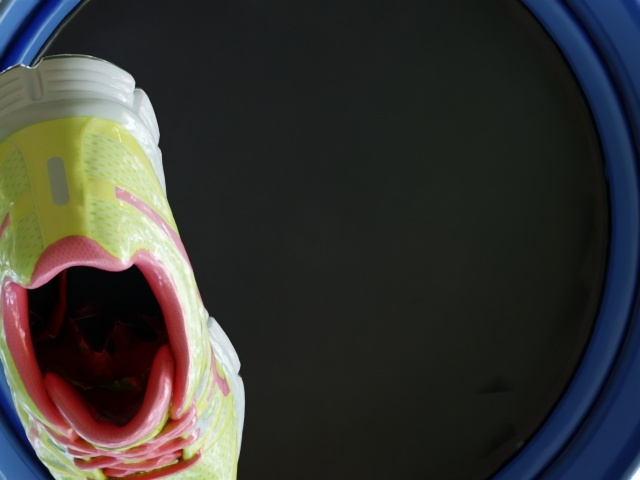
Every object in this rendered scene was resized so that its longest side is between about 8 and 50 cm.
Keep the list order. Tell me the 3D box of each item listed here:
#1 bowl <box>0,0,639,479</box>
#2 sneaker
[{"bbox_3d":[0.000,0.000,0.905,0.391,0.391,0.077,-34,-168,-8],"label":"bowl"},{"bbox_3d":[-0.071,0.046,0.609,0.082,0.208,0.094,-16,-137,-1],"label":"sneaker"}]
